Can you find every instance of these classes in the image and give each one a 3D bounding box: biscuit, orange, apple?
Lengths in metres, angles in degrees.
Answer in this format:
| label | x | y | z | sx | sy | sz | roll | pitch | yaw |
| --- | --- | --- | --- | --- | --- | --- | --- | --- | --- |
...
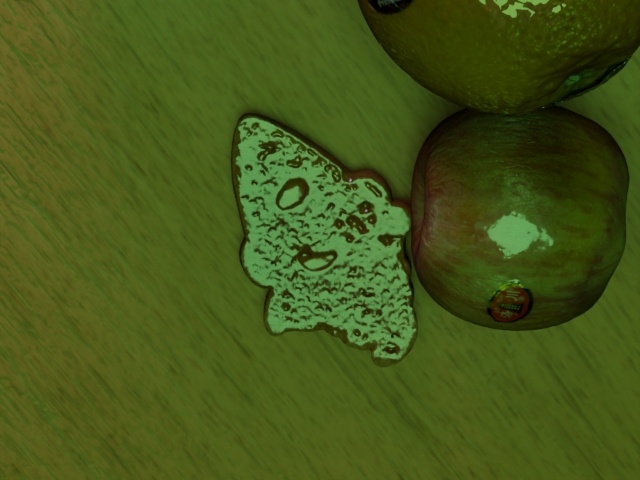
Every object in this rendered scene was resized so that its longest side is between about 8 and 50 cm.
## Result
| label | x | y | z | sx | sy | sz | roll | pitch | yaw |
| --- | --- | --- | --- | --- | --- | --- | --- | --- | --- |
| biscuit | 0.000 | 0.000 | 1.633 | 0.183 | 0.043 | 0.280 | -34 | 99 | 6 |
| orange | 0.155 | -0.239 | 1.442 | 0.274 | 0.274 | 0.274 | 0 | 106 | 0 |
| apple | 0.175 | -0.023 | 1.537 | 0.187 | 0.211 | 0.211 | 6 | 106 | -2 |
